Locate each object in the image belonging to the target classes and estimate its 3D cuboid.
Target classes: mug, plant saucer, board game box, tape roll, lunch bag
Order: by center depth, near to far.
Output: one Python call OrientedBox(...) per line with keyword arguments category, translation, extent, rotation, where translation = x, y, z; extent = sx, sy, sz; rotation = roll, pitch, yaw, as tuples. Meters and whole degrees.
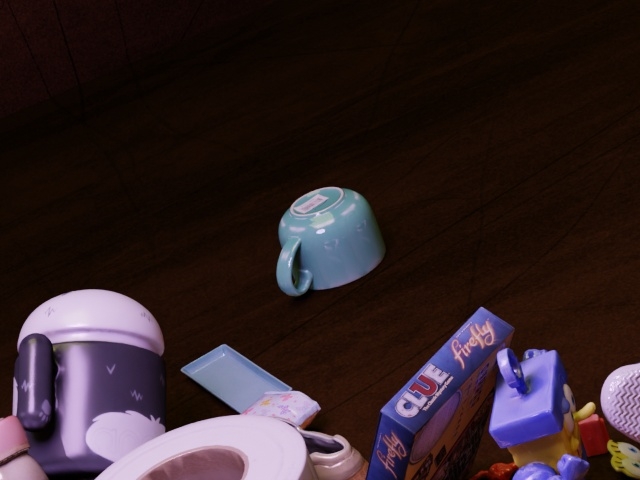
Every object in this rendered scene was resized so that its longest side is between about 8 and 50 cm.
OrientedBox(category="board game box", translation=(0.105, 0.195, 1.894), extent=(0.042, 0.243, 0.165), rotation=(33, 53, 19))
OrientedBox(category="tape roll", translation=(-0.102, 0.304, 1.906), extent=(0.246, 0.169, 0.246), rotation=(-17, 23, 8))
OrientedBox(category="lunch bag", translation=(-0.049, 0.207, 2.213), extent=(0.083, 0.053, 0.071), rotation=(-9, 23, 47))
OrientedBox(category="plant saucer", translation=(-0.101, 0.173, 2.369), extent=(0.067, 0.018, 0.192), rotation=(-29, 26, -19))
OrientedBox(category="mug", translation=(0.009, -0.004, 2.554), extent=(0.129, 0.097, 0.158), rotation=(-14, 24, 14))

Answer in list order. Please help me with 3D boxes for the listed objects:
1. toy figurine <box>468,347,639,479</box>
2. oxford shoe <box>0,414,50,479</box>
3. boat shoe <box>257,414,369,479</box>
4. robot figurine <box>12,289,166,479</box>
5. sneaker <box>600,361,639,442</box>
OrientedBox(category="toy figurine", translation=(0.180, 0.211, 1.819), extent=(0.191, 0.217, 0.362), rotation=(-12, 25, 18))
OrientedBox(category="oxford shoe", translation=(-0.330, 0.285, 1.958), extent=(0.140, 0.146, 0.397), rotation=(-31, -6, -14))
OrientedBox(category="boat shoe", translation=(-0.053, 0.237, 2.087), extent=(0.302, 0.103, 0.113), rotation=(3, 33, 42))
OrientedBox(category="robot figurine", translation=(-0.259, 0.193, 2.178), extent=(0.173, 0.278, 0.209), rotation=(4, -21, -14))
OrientedBox(category="sneaker", translation=(0.362, 0.145, 1.907), extent=(0.268, 0.101, 0.153), rotation=(-1, 6, -26))
